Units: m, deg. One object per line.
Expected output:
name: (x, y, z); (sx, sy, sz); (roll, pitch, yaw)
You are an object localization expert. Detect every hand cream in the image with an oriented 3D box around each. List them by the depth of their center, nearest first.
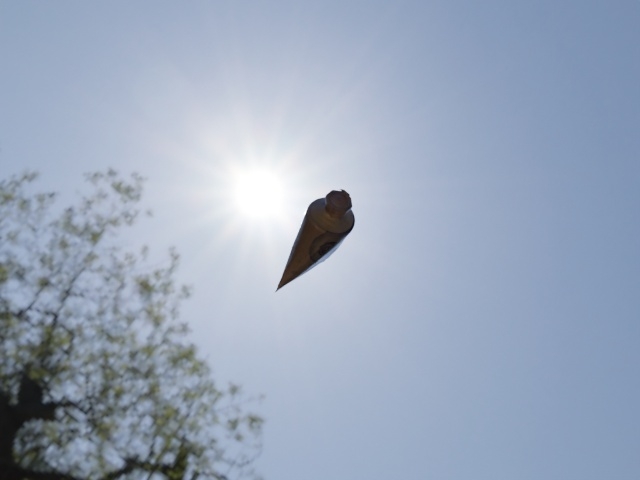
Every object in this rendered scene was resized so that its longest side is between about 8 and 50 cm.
hand cream: (0.000, 0.000, 1.223); (0.053, 0.084, 0.142); (44, -40, 18)
